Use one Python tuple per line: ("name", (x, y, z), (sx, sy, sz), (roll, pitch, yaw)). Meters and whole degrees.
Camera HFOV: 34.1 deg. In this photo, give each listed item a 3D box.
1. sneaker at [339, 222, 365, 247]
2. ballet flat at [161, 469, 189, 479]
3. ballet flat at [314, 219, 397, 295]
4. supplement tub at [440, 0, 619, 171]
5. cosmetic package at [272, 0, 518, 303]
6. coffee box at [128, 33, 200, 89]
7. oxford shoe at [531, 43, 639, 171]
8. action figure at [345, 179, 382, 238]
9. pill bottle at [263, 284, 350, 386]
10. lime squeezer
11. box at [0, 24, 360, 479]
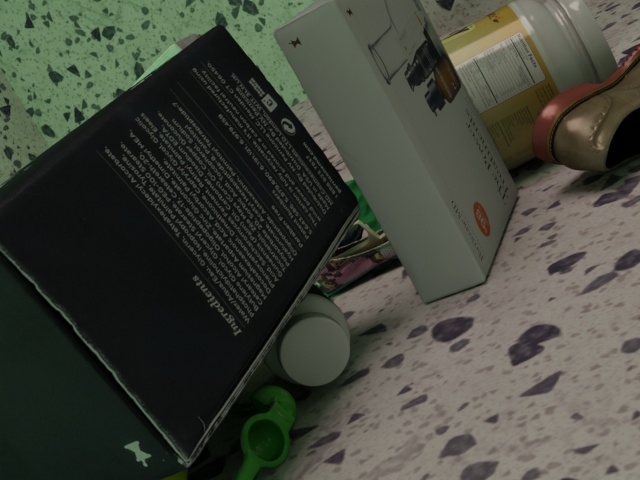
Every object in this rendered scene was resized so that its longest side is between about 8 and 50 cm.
("sneaker", (0.000, 0.000, 1.601), (0.083, 0.071, 0.191), (16, 25, 18))
("ballet flat", (-0.203, 0.238, 1.196), (0.077, 0.077, 0.231), (-30, 14, -6))
("ballet flat", (0.080, 0.000, 1.477), (0.222, 0.079, 0.077), (-27, 15, 8))
("supplement tub", (0.271, -0.222, 1.573), (0.316, 0.228, 0.228), (-27, 14, 8))
("cosmetic package", (0.112, -0.151, 1.324), (0.097, 0.377, 0.284), (-22, 16, 29))
("coffee box", (-0.301, -0.228, 2.376), (0.337, 0.334, 0.338), (-44, 10, 10))
("oxford shoe", (0.447, -0.179, 1.386), (0.348, 0.123, 0.130), (-33, 41, -20))
("action figure", (0.094, -0.078, 1.620), (0.232, 0.137, 0.063), (-64, -2, -49))
("pill bottle", (-0.026, 0.108, 1.238), (0.108, 0.108, 0.193), (-31, 13, -6))
("lime squeezer", (-0.077, 0.208, 1.098), (0.110, 0.059, 0.310), (-27, 15, 8))
("box", (-0.278, 0.064, 1.181), (0.480, 0.297, 0.471), (-28, 18, 35))
